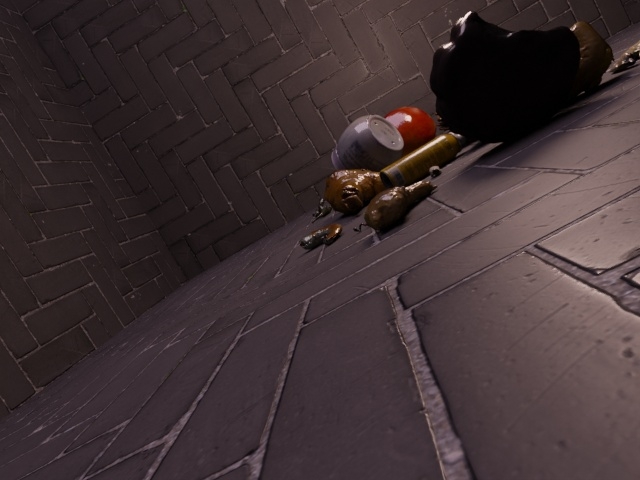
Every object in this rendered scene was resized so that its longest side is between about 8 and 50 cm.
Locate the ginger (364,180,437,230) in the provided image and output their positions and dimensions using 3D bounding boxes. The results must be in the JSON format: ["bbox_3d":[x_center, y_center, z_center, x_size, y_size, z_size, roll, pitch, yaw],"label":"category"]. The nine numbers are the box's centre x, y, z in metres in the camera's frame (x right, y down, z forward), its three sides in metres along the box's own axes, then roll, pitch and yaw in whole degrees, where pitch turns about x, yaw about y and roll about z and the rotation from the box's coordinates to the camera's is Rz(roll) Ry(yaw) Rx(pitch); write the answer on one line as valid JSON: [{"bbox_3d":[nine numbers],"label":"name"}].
[{"bbox_3d":[0.211,-0.107,1.238,0.294,0.086,0.131,-30,-17,-45],"label":"ginger"}]

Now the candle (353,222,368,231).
[{"bbox_3d":[0.170,-0.068,1.372,0.167,0.021,0.026,-31,-20,5],"label":"candle"}]

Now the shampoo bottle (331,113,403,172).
[{"bbox_3d":[0.207,-0.395,2.122,0.266,0.273,0.273,-42,-2,40],"label":"shampoo bottle"}]

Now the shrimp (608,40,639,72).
[{"bbox_3d":[1.028,-0.612,1.486,0.247,0.085,0.360,-37,0,25],"label":"shrimp"}]

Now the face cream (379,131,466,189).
[{"bbox_3d":[0.390,-0.299,1.773,0.349,0.105,0.105,-32,7,-9],"label":"face cream"}]

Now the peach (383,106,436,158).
[{"bbox_3d":[0.431,-0.536,2.488,0.332,0.308,0.308,5,18,16],"label":"peach"}]

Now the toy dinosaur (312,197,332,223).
[{"bbox_3d":[0.004,-0.132,2.608,0.187,0.087,0.179,124,165,-69],"label":"toy dinosaur"}]

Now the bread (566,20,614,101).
[{"bbox_3d":[0.773,-0.524,1.487,0.195,0.176,0.246,-12,-23,-47],"label":"bread"}]

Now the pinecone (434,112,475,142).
[{"bbox_3d":[0.601,-0.536,2.028,0.264,0.264,0.264,-30,7,4],"label":"pinecone"}]

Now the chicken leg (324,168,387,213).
[{"bbox_3d":[0.159,-0.203,1.926,0.295,0.182,0.409,-14,11,3],"label":"chicken leg"}]

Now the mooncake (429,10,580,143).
[{"bbox_3d":[0.504,-0.463,1.381,0.212,0.381,0.350,-95,23,-67],"label":"mooncake"}]

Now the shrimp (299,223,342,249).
[{"bbox_3d":[0.000,0.000,1.539,0.161,0.049,0.166,-28,15,11],"label":"shrimp"}]

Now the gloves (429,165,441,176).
[{"bbox_3d":[0.389,-0.233,1.610,0.044,0.037,0.081,6,3,1],"label":"gloves"}]

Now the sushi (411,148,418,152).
[{"bbox_3d":[0.411,-0.346,2.139,0.150,0.078,0.090,-40,10,-22],"label":"sushi"}]
